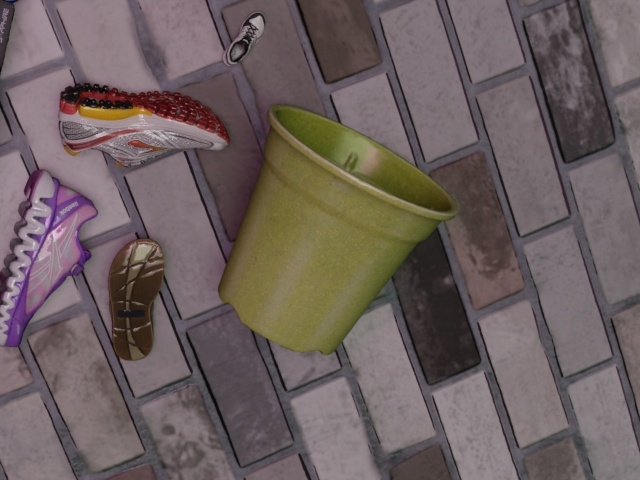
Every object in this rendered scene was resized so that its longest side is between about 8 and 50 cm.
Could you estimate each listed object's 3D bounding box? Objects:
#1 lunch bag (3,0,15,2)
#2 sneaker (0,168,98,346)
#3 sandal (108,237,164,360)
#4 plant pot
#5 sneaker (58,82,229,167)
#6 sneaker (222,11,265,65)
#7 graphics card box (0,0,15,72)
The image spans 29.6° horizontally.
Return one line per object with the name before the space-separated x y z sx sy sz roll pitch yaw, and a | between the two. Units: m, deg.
lunch bag | -0.379 -0.333 1.498 0.098 0.065 0.067 -35 104 -16
sneaker | -0.355 0.032 1.570 0.104 0.095 0.237 17 96 -25
sandal | -0.250 0.076 1.629 0.072 0.049 0.180 3 115 -9
plant pot | 0.000 0.000 1.581 0.276 0.276 0.254 23 106 -18
sneaker | -0.230 -0.143 1.577 0.225 0.088 0.093 6 120 -15
sneaker | -0.097 -0.265 1.600 0.032 0.037 0.083 32 90 -16
graphics card box | -0.563 -0.214 1.406 0.370 0.094 0.233 13 80 -25
